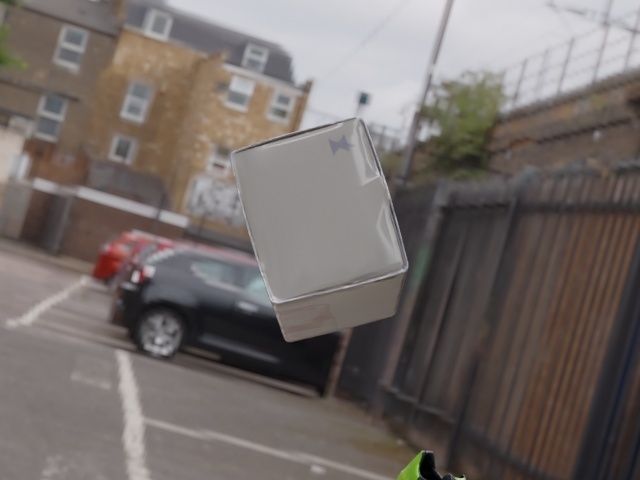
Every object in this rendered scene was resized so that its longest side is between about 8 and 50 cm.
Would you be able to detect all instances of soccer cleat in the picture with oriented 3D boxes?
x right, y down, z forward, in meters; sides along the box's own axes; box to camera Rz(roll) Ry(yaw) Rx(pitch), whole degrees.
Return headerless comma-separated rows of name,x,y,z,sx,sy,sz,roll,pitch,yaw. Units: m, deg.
soccer cleat,0.147,0.302,1.560,0.060,0.072,0.179,15,21,-46

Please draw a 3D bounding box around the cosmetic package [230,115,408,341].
cosmetic package,0.000,0.000,1.376,0.129,0.153,0.296,-15,-12,-2
